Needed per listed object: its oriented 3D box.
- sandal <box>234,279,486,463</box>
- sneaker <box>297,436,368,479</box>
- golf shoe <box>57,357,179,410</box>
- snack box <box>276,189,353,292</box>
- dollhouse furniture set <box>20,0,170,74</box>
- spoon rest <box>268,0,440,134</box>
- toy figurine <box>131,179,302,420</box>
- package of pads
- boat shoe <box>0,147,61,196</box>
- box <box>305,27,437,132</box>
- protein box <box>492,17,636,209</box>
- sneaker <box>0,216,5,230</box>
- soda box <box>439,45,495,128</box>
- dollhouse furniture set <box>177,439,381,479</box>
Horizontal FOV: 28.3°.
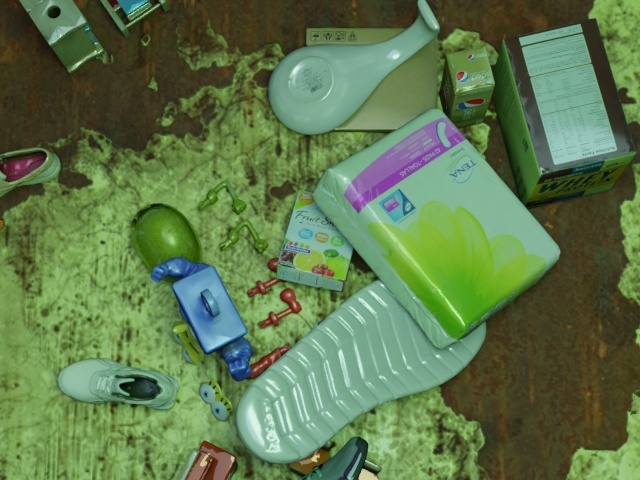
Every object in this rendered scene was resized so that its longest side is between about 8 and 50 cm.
[{"bbox_3d":[0.047,0.168,1.767,0.416,0.102,0.169,-25,83,-28],"label":"sandal"},{"bbox_3d":[-0.027,0.338,1.655,0.098,0.083,0.224,33,80,2],"label":"sneaker"},{"bbox_3d":[-0.292,0.200,1.801,0.176,0.086,0.069,4,80,4],"label":"golf shoe"},{"bbox_3d":[0.000,0.000,1.834,0.100,0.037,0.141,13,54,3],"label":"snack box"},{"bbox_3d":[-0.346,-0.369,1.904,0.183,0.129,0.129,-34,79,-4],"label":"dollhouse furniture set"},{"bbox_3d":[0.051,-0.257,1.882,0.276,0.084,0.137,-28,77,10],"label":"spoon rest"},{"bbox_3d":[-0.136,0.068,1.758,0.191,0.217,0.363,-25,79,-4],"label":"toy figurine"},{"bbox_3d":[0.168,-0.023,1.791,0.229,0.101,0.296,-32,78,-32],"label":"package of pads"},{"bbox_3d":[-0.473,-0.102,1.884,0.170,0.059,0.063,-19,73,-4],"label":"boat shoe"},{"bbox_3d":[0.076,-0.242,1.918,0.201,0.021,0.164,0,78,2],"label":"box"},{"bbox_3d":[0.338,-0.174,1.803,0.136,0.200,0.201,-13,78,-1],"label":"protein box"},{"bbox_3d":[-0.549,-0.019,1.878,0.175,0.064,0.067,1,93,9],"label":"sneaker"},{"bbox_3d":[0.209,-0.217,1.826,0.058,0.181,0.061,-12,78,-1],"label":"soda box"},{"bbox_3d":[-0.069,0.377,1.728,0.259,0.135,0.262,25,80,7],"label":"dollhouse furniture set"}]
